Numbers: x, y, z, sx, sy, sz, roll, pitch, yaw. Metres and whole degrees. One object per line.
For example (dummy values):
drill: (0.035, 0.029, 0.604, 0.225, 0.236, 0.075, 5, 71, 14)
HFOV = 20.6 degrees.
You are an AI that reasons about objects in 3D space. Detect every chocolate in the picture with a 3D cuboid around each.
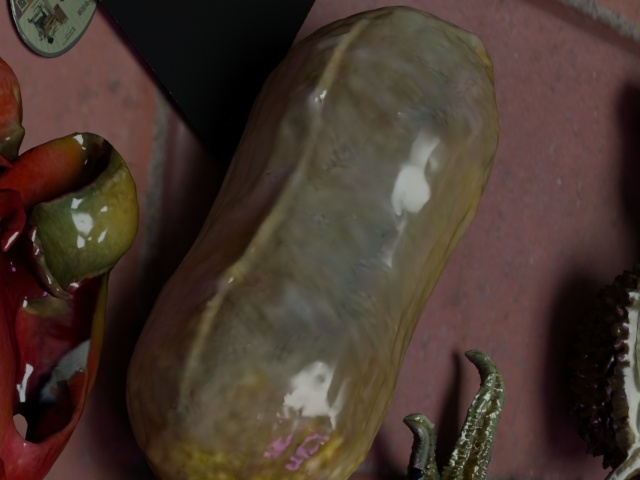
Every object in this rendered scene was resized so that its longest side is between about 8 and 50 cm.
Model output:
chocolate: (0.000, 0.000, 0.876, 0.134, 0.134, 0.309, 53, 51, -36)

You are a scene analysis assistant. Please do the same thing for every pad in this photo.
pad: (-0.077, -0.180, 0.881, 0.245, 0.006, 0.170, 53, 49, -37)

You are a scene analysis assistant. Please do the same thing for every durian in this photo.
durian: (0.211, 0.100, 1.170, 0.148, 0.091, 0.188, 48, 51, -24)

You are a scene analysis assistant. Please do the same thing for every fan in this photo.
fan: (-0.132, -0.117, 0.813, 0.080, 0.003, 0.060, 24, 69, -49)

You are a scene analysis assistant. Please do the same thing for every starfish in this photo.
starfish: (0.100, 0.170, 1.053, 0.176, 0.053, 0.208, -3, 88, -47)

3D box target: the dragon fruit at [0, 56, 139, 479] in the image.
dragon fruit: (-0.185, 0.035, 0.562, 0.243, 0.227, 0.307, 39, 52, -46)
